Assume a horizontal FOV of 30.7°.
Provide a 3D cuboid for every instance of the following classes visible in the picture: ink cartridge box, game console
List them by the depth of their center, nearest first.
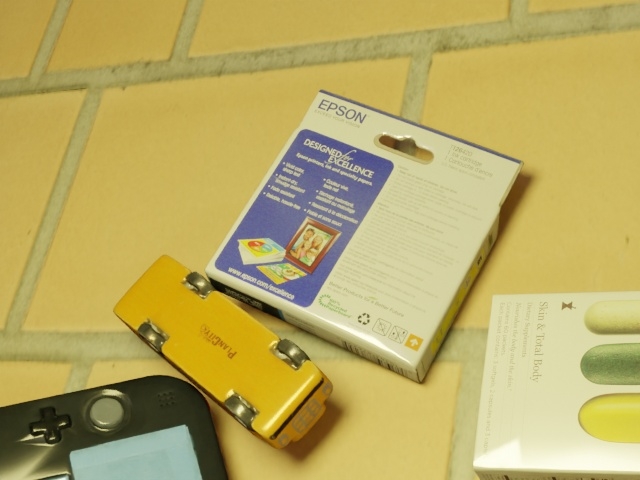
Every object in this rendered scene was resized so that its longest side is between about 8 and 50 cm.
[{"bbox_3d":[-0.260,0.344,1.315,0.342,0.060,0.386,-8,55,-18],"label":"game console"},{"bbox_3d":[0.059,-0.015,1.485,0.304,0.072,0.307,23,66,21],"label":"ink cartridge box"}]

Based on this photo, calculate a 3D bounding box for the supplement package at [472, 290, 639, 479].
[{"bbox_3d":[0.314,0.181,1.182,0.263,0.198,0.199,-3,56,23],"label":"supplement package"}]

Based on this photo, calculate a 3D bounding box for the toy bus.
[{"bbox_3d":[-0.121,0.142,1.456,0.333,0.130,0.108,33,74,37],"label":"toy bus"}]
